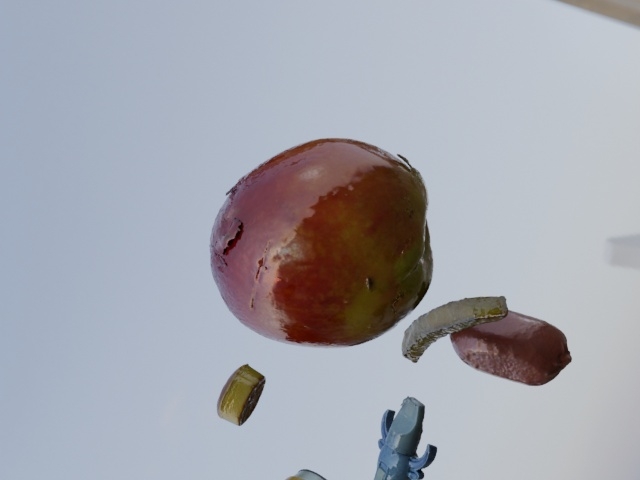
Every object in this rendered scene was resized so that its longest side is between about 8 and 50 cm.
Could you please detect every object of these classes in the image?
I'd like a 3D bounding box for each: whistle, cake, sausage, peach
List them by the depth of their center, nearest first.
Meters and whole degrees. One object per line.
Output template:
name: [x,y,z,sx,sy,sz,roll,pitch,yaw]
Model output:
cake: [-0.111,0.214,1.352,0.084,0.044,0.084,-58,-12,-20]
peach: [0.000,0.000,1.577,0.370,0.370,0.370,-43,-32,-37]
sausage: [0.380,0.213,1.976,0.148,0.255,0.148,10,-90,-72]
whistle: [0.185,0.485,2.245,0.093,0.180,0.269,7,-72,-35]

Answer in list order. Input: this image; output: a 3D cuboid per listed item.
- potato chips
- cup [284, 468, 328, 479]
potato chips: [0.245,0.171,1.957,0.407,0.080,0.057,137,146,-62]
cup: [-0.084,0.541,1.714,0.280,0.196,0.196,-38,-36,-36]
